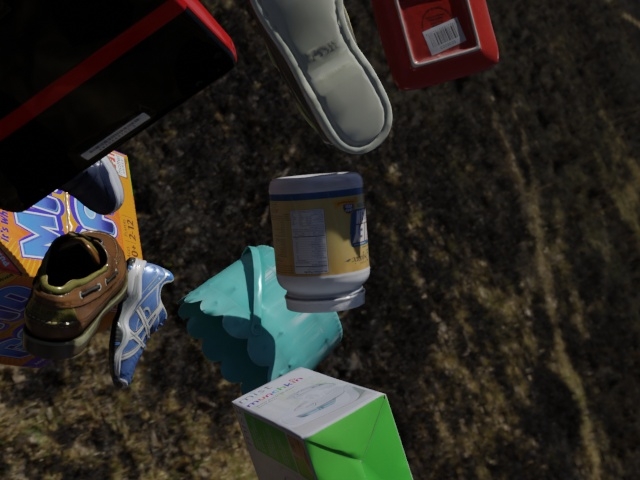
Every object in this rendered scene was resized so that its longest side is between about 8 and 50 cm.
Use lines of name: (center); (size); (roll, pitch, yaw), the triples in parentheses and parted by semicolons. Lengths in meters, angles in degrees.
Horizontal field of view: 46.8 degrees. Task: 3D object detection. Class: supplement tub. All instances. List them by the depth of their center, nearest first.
supplement tub: (0.000, 0.000, 1.122); (0.144, 0.144, 0.200); (-16, 103, -59)

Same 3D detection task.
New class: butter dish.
butter dish: (0.154, -0.302, 1.070); (0.118, 0.160, 0.160); (-163, -123, -81)

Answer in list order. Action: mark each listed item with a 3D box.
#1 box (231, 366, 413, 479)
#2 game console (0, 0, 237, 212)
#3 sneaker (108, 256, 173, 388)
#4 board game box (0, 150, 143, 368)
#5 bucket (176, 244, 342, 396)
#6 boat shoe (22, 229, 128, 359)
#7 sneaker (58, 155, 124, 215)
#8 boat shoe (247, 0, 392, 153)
box: (0.017, 0.320, 0.967); (0.127, 0.231, 0.262); (-23, 101, -27)
game console: (-0.320, -0.188, 0.834); (0.060, 0.386, 0.342); (62, 10, 21)
sneaker: (-0.292, 0.136, 1.191); (0.081, 0.080, 0.211); (12, 90, -22)
board game box: (-0.610, 0.006, 1.450); (0.356, 0.356, 0.356); (21, 46, -51)
bucket: (-0.108, 0.154, 1.348); (0.183, 0.281, 0.281); (-41, 105, -24)
boat shoe: (-0.326, 0.041, 1.026); (0.110, 0.104, 0.307); (7, 23, -10)
sneaker: (-0.426, -0.129, 1.105); (0.282, 0.099, 0.153); (53, 29, -14)
boat shoe: (-0.017, -0.239, 0.820); (0.305, 0.109, 0.091); (65, -10, -16)
